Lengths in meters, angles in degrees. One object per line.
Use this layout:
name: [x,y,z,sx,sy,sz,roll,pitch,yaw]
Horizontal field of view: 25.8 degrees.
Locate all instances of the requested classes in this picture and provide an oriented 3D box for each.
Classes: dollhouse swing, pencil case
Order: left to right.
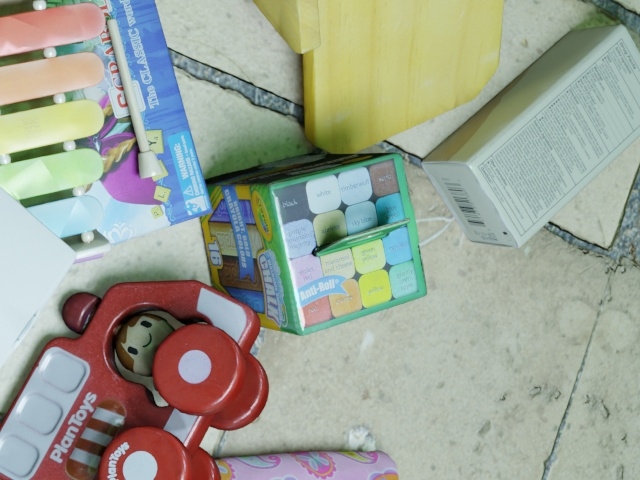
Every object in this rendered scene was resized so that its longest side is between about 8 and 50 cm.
pencil case: [-0.040,0.326,1.731,0.284,0.124,0.124,-1,94,-26]
dollhouse swing: [0.050,-0.341,1.761,0.347,0.305,0.315,-26,63,-23]

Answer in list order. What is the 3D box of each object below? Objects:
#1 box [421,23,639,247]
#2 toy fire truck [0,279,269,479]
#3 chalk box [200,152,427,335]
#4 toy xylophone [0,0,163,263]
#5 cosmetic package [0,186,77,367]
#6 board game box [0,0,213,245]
box: [0.303,-0.142,1.869,0.311,0.121,0.148,-40,110,-19]
toy fire truck: [-0.214,0.176,1.581,0.254,0.169,0.302,25,81,14]
chalk box: [0.000,0.000,1.628,0.180,0.289,0.179,-15,100,-25]
toy xylophone: [-0.292,-0.135,1.509,0.236,0.081,0.322,-23,103,-24]
cosmetic package: [-0.450,-0.015,1.321,0.385,0.156,0.217,46,48,-17]
board game box: [-0.312,-0.135,1.583,0.318,0.066,0.318,-21,102,-24]
